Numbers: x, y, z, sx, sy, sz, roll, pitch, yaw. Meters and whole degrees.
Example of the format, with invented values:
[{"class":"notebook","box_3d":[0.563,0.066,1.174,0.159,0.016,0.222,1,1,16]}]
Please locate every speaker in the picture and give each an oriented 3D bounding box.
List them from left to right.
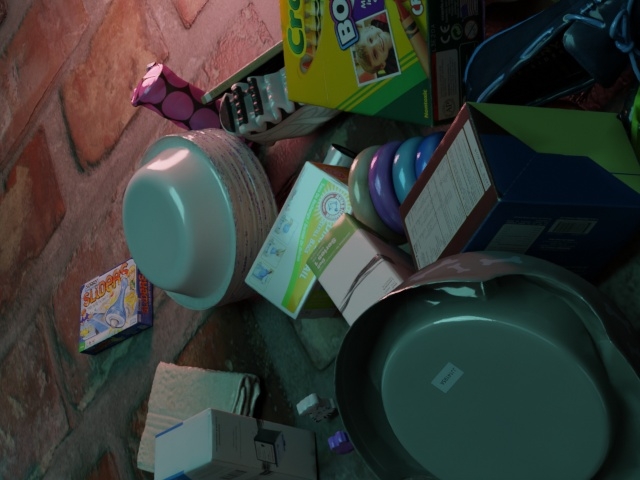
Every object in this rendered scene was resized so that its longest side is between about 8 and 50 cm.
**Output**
[{"class":"speaker","box_3d":[0.010,-0.073,1.787,0.055,0.055,0.136,45,113,48]}]

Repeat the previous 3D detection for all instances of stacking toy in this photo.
[{"class":"stacking toy","box_3d":[0.071,0.246,1.598,0.221,0.052,0.167,-38,49,25]},{"class":"stacking toy","box_3d":[0.196,-0.092,1.516,0.330,0.141,0.141,-17,64,41]}]

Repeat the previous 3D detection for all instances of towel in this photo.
[{"class":"towel","box_3d":[-0.197,0.295,1.916,0.282,0.049,0.187,0,76,52]}]

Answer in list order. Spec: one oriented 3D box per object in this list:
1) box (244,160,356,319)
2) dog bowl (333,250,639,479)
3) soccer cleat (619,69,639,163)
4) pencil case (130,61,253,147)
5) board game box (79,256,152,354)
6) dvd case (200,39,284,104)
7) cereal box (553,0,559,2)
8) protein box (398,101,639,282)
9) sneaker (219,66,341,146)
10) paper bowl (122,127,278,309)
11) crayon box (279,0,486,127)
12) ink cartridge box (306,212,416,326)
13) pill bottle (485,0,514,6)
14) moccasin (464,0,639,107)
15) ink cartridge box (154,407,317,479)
[{"class":"box","box_3d":[0.000,0.000,1.703,0.103,0.114,0.203,35,105,26]},{"class":"dog bowl","box_3d":[0.193,0.164,1.284,0.349,0.349,0.102,-38,9,37]},{"class":"soccer cleat","box_3d":[0.353,-0.117,1.380,0.072,0.060,0.178,12,89,54]},{"class":"pencil case","box_3d":[-0.211,-0.208,1.983,0.098,0.209,0.095,-31,34,46]},{"class":"board game box","box_3d":[-0.379,0.120,2.210,0.201,0.035,0.136,-27,57,43]},{"class":"dvd case","box_3d":[-0.071,-0.288,1.894,0.221,0.164,0.018,-28,93,43]},{"class":"cereal box","box_3d":[0.308,-0.384,1.440,0.047,0.173,0.240,-23,60,43]},{"class":"protein box","box_3d":[0.226,-0.035,1.346,0.201,0.200,0.136,120,145,-50]},{"class":"sneaker","box_3d":[-0.008,-0.224,1.829,0.292,0.118,0.110,-19,61,24]},{"class":"paper bowl","box_3d":[-0.206,-0.029,1.889,0.284,0.148,0.284,19,115,45]},{"class":"crayon box","box_3d":[0.067,-0.347,1.542,0.313,0.106,0.362,17,117,51]},{"class":"ink cartridge box","box_3d":[0.096,0.080,1.492,0.092,0.160,0.219,-50,33,10]},{"class":"pill bottle","box_3d":[0.161,-0.393,1.631,0.283,0.161,0.161,16,89,52]},{"class":"moccasin","box_3d":[0.314,-0.215,1.343,0.342,0.138,0.116,-32,32,39]},{"class":"ink cartridge box","box_3d":[-0.120,0.310,1.697,0.140,0.191,0.082,-31,53,41]}]
